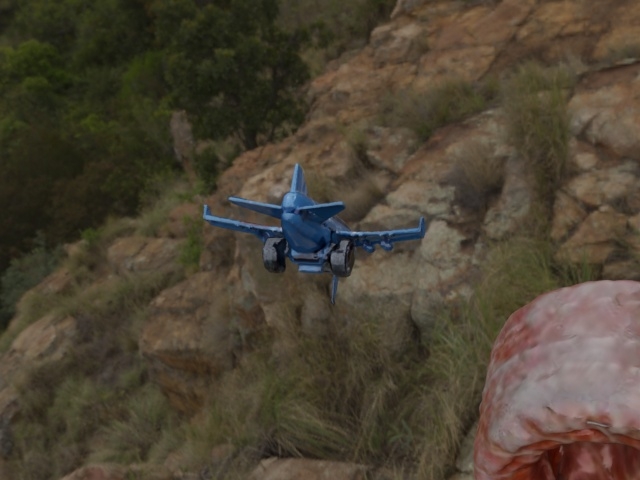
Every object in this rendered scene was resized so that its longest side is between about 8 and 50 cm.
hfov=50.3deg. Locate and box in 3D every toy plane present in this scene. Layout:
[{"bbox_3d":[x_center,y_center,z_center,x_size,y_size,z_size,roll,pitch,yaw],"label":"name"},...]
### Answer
[{"bbox_3d":[0.000,0.000,0.795,0.253,0.271,0.105,3,69,17],"label":"toy plane"}]

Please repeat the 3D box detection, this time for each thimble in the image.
[{"bbox_3d":[0.256,0.158,0.595,0.239,0.239,0.162,1,43,21],"label":"thimble"}]
